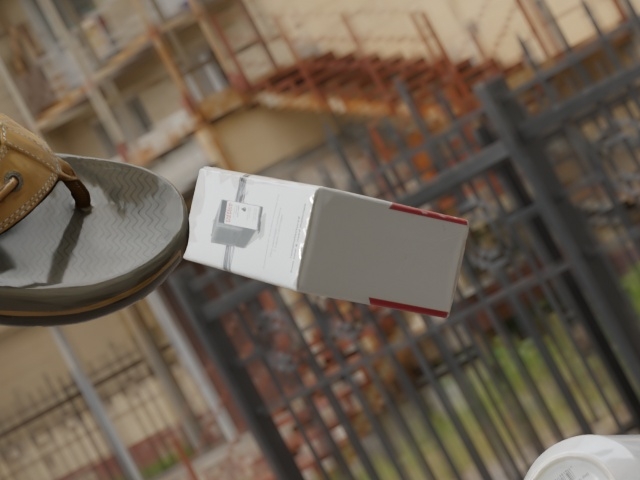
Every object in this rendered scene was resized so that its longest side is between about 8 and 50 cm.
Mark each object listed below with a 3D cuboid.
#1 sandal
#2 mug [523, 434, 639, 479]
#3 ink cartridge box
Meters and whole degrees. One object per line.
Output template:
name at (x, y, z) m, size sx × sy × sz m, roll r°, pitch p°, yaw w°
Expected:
sandal at (-0.147, -0.025, 0.664) m, size 0.219 × 0.090 × 0.060 m, roll 14°, pitch -49°, yaw -22°
mug at (0.094, 0.097, 0.574) m, size 0.062 × 0.078 × 0.064 m, roll 5°, pitch -11°, yaw 36°
ink cartridge box at (0.000, 0.000, 0.976) m, size 0.099 × 0.056 × 0.135 m, roll 12°, pitch 1°, yaw -30°
